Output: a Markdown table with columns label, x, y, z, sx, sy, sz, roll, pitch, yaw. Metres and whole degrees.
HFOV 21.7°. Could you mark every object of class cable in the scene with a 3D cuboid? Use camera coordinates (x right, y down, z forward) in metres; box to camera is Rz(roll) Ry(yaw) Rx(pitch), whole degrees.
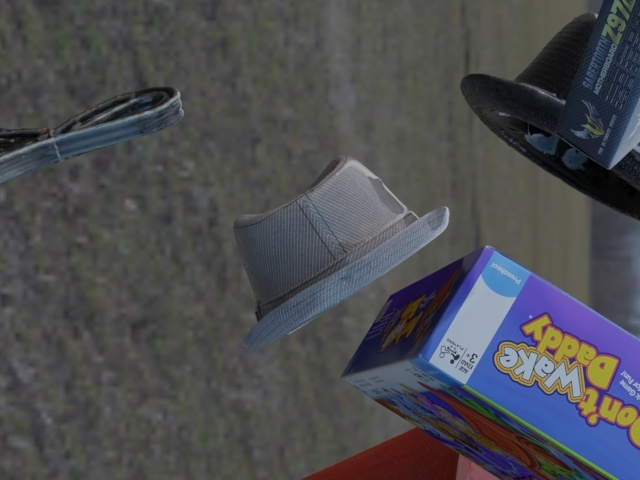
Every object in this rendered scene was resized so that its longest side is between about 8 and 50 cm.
| label | x | y | z | sx | sy | sz | roll | pitch | yaw |
| --- | --- | --- | --- | --- | --- | --- | --- | --- | --- |
| cable | -0.266 | -0.093 | 1.495 | 0.139 | 0.287 | 0.072 | -109 | -179 | -71 |

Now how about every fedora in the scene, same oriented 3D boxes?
| label | x | y | z | sx | sy | sz | roll | pitch | yaw |
| --- | --- | --- | --- | --- | --- | --- | --- | --- | --- |
| fedora | 0.312 | -0.141 | 1.805 | 0.152 | 0.334 | 0.334 | -58 | 167 | -1 |
| fedora | 0.000 | 0.000 | 1.632 | 0.124 | 0.244 | 0.275 | 57 | 3 | 2 |

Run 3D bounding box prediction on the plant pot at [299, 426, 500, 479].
| label | x | y | z | sx | sy | sz | roll | pitch | yaw |
| --- | --- | --- | --- | --- | --- | --- | --- | --- | --- |
| plant pot | 0.127 | 0.381 | 1.786 | 0.267 | 0.267 | 0.235 | 42 | 40 | -25 |

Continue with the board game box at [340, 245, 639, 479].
| label | x | y | z | sx | sy | sz | roll | pitch | yaw |
| --- | --- | --- | --- | --- | --- | --- | --- | --- | --- |
| board game box | 0.151 | 0.114 | 1.105 | 0.078 | 0.233 | 0.347 | -58 | -178 | -9 |

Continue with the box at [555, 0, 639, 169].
| label | x | y | z | sx | sy | sz | roll | pitch | yaw |
| --- | --- | --- | --- | --- | --- | --- | --- | --- | --- |
| box | 0.271 | -0.186 | 1.236 | 0.183 | 0.059 | 0.232 | -41 | 157 | -34 |
